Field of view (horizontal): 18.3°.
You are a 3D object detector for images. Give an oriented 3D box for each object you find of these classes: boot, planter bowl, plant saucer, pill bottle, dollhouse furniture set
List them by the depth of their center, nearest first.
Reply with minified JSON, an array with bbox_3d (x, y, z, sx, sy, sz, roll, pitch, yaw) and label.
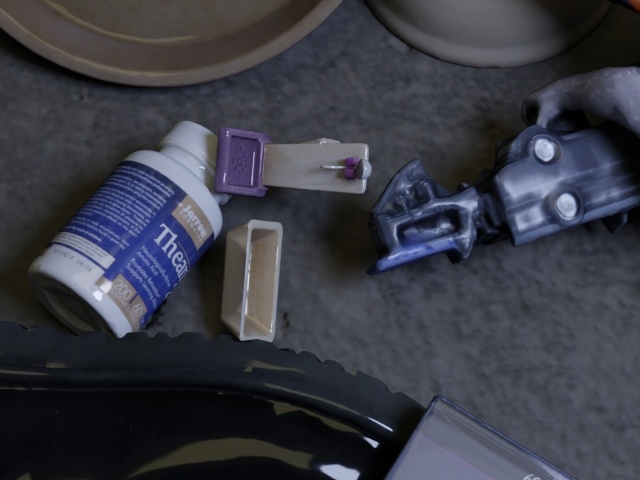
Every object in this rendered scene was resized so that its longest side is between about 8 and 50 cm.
[{"bbox_3d":[-0.116,0.181,0.927,0.348,0.131,0.260,6,59,9],"label":"boot"},{"bbox_3d":[0.000,0.000,1.062,0.081,0.091,0.114,4,89,33],"label":"dollhouse furniture set"},{"bbox_3d":[-0.095,-0.005,1.063,0.067,0.067,0.120,32,66,16],"label":"pill bottle"},{"bbox_3d":[-0.092,-0.226,1.126,0.278,0.041,0.278,1,97,4],"label":"plant saucer"},{"bbox_3d":[0.100,-0.196,1.144,0.162,0.109,0.162,0,61,1],"label":"planter bowl"}]

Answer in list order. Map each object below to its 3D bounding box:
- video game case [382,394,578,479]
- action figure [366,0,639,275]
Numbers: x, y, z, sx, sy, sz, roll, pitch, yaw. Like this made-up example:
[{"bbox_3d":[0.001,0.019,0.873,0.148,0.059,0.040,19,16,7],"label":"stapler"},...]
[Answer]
[{"bbox_3d":[0.062,0.234,0.871,0.196,0.026,0.274,32,80,4],"label":"video game case"},{"bbox_3d":[0.174,-0.096,1.021,0.341,0.178,0.330,-26,97,-16],"label":"action figure"}]
